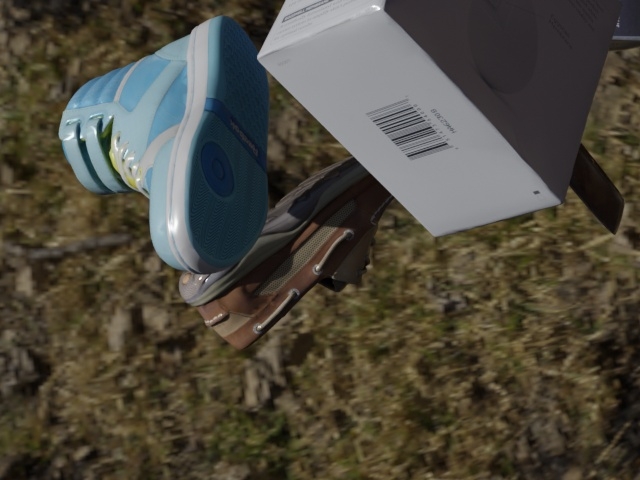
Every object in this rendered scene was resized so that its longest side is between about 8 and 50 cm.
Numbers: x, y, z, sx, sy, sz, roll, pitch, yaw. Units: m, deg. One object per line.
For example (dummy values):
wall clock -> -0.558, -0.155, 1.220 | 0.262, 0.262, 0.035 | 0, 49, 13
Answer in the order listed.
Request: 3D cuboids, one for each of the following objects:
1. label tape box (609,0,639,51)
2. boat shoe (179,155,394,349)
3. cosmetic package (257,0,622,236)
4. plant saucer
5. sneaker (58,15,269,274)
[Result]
label tape box -> 0.245, -0.316, 1.468 | 0.348, 0.115, 0.249 | 0, 88, -3
boat shoe -> 0.000, 0.000, 1.607 | 0.324, 0.123, 0.116 | -35, 99, -12
cosmetic package -> 0.102, -0.165, 1.149 | 0.138, 0.224, 0.224 | -15, 41, 45
plant saucer -> 0.220, -0.078, 1.308 | 0.029, 0.168, 0.168 | -38, 73, 12
sneaker -> -0.161, -0.064, 1.387 | 0.208, 0.127, 0.319 | -20, 37, 21
